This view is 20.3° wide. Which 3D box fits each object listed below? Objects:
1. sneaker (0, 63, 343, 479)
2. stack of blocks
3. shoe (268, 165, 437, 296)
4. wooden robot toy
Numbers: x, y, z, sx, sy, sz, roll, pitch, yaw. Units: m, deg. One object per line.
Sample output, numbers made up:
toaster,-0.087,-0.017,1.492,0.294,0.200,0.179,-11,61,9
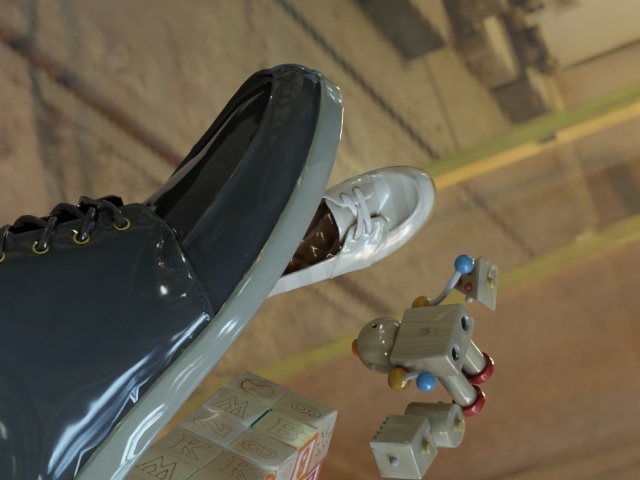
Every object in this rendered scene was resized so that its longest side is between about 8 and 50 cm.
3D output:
sneaker,-0.089,0.004,0.640,0.118,0.222,0.083,38,-12,-16
stack of blocks,-0.099,0.232,1.312,0.297,0.087,0.171,-34,143,-63
shoe,0.000,0.000,1.537,0.077,0.219,0.058,65,10,1
wooden robot toy,0.056,0.079,1.111,0.076,0.079,0.173,60,40,-40
